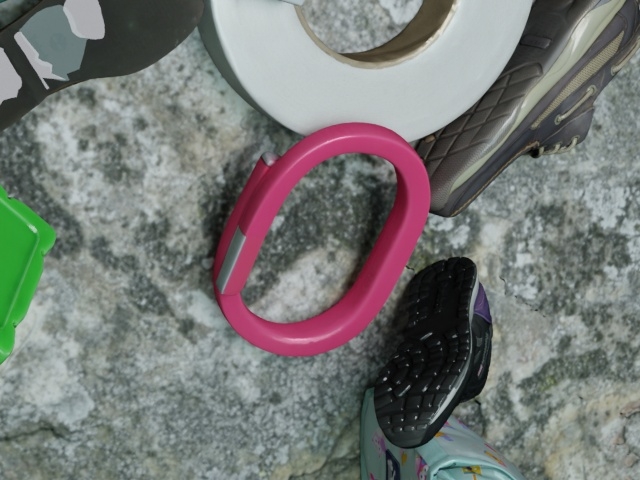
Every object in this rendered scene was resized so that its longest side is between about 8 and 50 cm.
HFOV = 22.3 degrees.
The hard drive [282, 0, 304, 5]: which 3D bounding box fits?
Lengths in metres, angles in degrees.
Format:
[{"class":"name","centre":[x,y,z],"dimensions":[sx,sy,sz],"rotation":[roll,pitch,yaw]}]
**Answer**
[{"class":"hard drive","centre":[-0.147,-0.384,1.558],"dimensions":[0.353,0.047,0.233],"rotation":[13,98,-24]}]

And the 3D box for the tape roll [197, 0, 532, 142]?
[{"class":"tape roll","centre":[0.048,-0.291,1.737],"dimensions":[0.392,0.072,0.392],"rotation":[-7,108,-22]}]

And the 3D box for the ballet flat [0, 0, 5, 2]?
[{"class":"ballet flat","centre":[-0.269,-0.282,1.599],"dimensions":[0.213,0.072,0.068],"rotation":[-19,82,-22]}]

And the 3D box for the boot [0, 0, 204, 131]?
[{"class":"boot","centre":[-0.259,-0.197,1.610],"dimensions":[0.305,0.115,0.112],"rotation":[-30,106,-24]}]

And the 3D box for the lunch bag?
[{"class":"lunch bag","centre":[0.154,0.298,1.871],"dimensions":[0.160,0.223,0.262],"rotation":[-38,117,-1]}]

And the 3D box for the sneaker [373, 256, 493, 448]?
[{"class":"sneaker","centre":[0.148,0.149,1.818],"dimensions":[0.124,0.107,0.283],"rotation":[62,32,-29]}]

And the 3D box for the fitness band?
[{"class":"fitness band","centre":[0.000,0.000,1.772],"dimensions":[0.209,0.054,0.291],"rotation":[12,116,-31]}]

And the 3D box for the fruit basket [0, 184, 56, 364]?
[{"class":"fruit basket","centre":[-0.492,0.041,1.524],"dimensions":[0.392,0.283,0.392],"rotation":[6,135,6]}]

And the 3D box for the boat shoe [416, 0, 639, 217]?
[{"class":"boat shoe","centre":[0.250,-0.152,1.837],"dimensions":[0.355,0.132,0.130],"rotation":[-48,118,-4]}]
